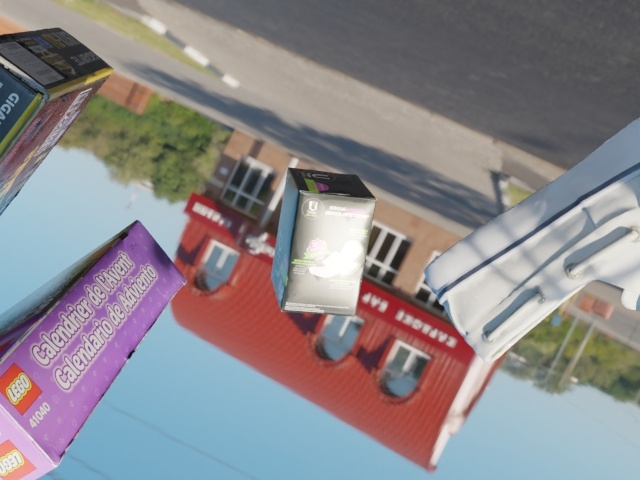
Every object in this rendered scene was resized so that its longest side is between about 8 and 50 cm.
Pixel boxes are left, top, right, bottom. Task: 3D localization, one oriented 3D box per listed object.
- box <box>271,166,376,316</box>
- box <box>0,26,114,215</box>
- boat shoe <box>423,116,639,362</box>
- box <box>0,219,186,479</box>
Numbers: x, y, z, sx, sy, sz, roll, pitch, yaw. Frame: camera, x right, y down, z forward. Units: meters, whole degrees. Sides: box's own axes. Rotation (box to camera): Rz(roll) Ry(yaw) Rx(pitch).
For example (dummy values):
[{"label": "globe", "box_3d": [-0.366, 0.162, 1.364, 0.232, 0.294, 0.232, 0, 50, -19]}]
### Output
[{"label": "box", "box_3d": [0.000, 0.000, 0.578, 0.052, 0.083, 0.062, 6, -161, -13]}, {"label": "box", "box_3d": [-0.338, -0.048, 0.800, 0.079, 0.322, 0.257, 39, -170, -13]}, {"label": "boat shoe", "box_3d": [0.255, 0.005, 0.705, 0.136, 0.367, 0.156, -8, -114, -55]}, {"label": "box", "box_3d": [-0.233, 0.115, 0.524, 0.057, 0.293, 0.201, 53, -159, -14]}]
